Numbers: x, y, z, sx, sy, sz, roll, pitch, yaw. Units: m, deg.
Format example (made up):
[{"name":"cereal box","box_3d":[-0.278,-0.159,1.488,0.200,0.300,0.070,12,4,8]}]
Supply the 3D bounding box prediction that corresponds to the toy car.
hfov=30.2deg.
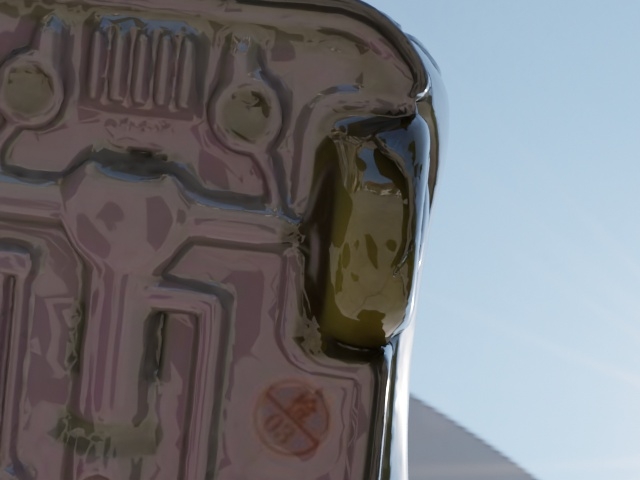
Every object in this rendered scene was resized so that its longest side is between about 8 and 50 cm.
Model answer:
[{"name":"toy car","box_3d":[-0.070,0.059,0.525,0.242,0.226,0.336,5,-83,5]}]
